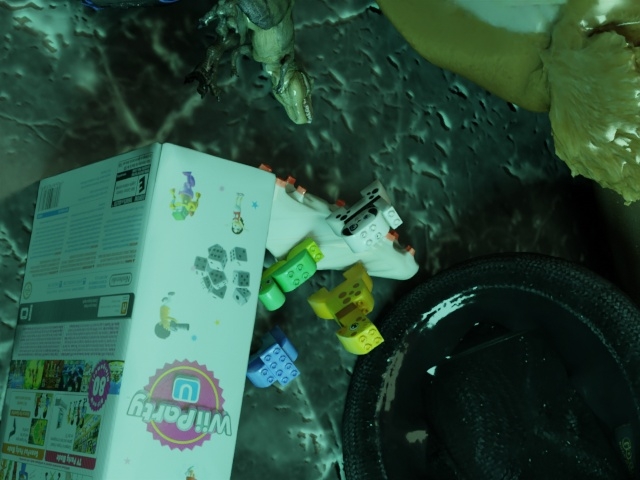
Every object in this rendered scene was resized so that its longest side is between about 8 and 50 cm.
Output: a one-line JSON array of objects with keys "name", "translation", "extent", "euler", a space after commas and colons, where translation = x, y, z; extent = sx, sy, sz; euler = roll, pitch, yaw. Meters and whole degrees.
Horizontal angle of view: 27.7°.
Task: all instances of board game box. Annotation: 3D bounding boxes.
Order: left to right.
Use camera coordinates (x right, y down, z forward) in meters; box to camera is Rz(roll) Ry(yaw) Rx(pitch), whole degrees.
[{"name": "board game box", "translation": [-0.147, 0.098, 0.944], "extent": [0.098, 0.224, 0.303], "euler": [14, 79, -30]}]

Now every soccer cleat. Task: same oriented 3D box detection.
[{"name": "soccer cleat", "translation": [0.000, 0.000, 1.133], "extent": [0.196, 0.068, 0.076], "euler": [24, 103, -32]}]

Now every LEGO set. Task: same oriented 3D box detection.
[{"name": "LEGO set", "translation": [-0.006, 0.061, 1.063], "extent": [0.227, 0.093, 0.087], "euler": [-37, 121, -4]}]

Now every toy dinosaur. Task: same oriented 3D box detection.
[{"name": "toy dinosaur", "translation": [-0.056, -0.183, 1.048], "extent": [0.118, 0.064, 0.268], "euler": [-50, 153, -32]}]

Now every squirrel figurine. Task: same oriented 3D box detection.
[{"name": "squirrel figurine", "translation": [0.302, -0.221, 1.200], "extent": [0.370, 0.281, 0.397], "euler": [-13, 67, -49]}]

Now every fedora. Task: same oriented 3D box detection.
[{"name": "fedora", "translation": [0.182, 0.183, 1.132], "extent": [0.152, 0.334, 0.334], "euler": [38, 64, -58]}]

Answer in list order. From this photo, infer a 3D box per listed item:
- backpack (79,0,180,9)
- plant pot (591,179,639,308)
[{"name": "backpack", "translation": [-0.128, -0.272, 1.046], "extent": [0.173, 0.117, 0.158], "euler": [-35, 119, -54]}, {"name": "plant pot", "translation": [0.377, 0.020, 1.276], "extent": [0.215, 0.215, 0.230], "euler": [-15, 108, -30]}]
